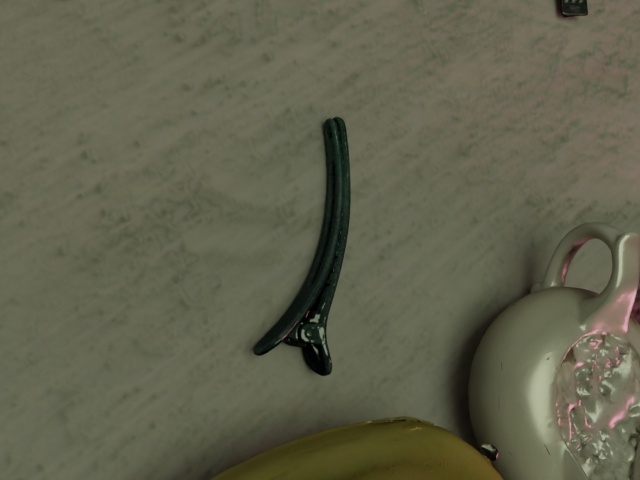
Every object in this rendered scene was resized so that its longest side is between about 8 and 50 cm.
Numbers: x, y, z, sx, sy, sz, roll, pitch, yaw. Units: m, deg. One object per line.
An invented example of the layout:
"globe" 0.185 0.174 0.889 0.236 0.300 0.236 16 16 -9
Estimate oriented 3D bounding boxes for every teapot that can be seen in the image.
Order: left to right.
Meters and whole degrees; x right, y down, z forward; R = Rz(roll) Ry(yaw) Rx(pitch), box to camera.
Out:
"teapot" 0.235 0.133 0.878 0.204 0.139 0.298 1 83 -24

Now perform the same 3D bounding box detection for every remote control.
"remote control" 0.265 -0.281 1.019 0.034 0.016 0.091 -1 83 -11

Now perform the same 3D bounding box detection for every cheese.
"cheese" 0.033 0.263 0.713 0.316 0.128 0.259 -26 92 -31

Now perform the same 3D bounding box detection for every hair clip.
"hair clip" 0.000 0.000 0.841 0.070 0.039 0.229 21 69 -23
